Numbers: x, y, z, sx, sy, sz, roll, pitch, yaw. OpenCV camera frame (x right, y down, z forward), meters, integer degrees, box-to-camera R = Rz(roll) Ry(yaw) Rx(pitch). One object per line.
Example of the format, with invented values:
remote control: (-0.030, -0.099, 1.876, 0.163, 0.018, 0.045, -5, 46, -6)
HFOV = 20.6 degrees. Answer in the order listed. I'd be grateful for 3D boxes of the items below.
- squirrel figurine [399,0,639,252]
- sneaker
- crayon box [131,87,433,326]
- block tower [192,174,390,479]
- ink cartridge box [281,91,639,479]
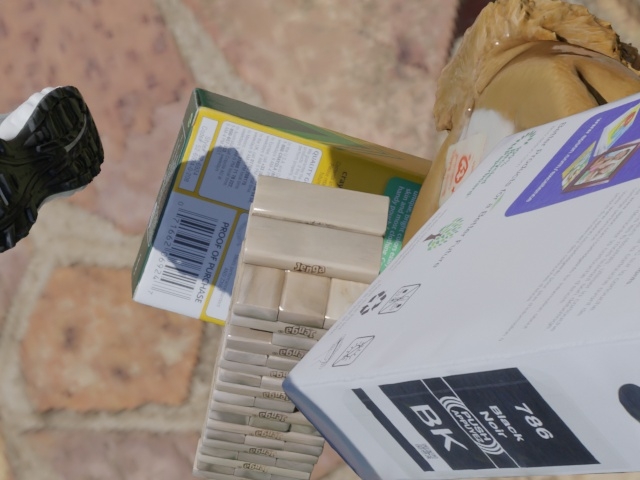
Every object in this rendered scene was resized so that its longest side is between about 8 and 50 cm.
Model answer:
squirrel figurine: (0.276, -0.024, 1.441, 0.397, 0.370, 0.281, -93, 28, -48)
sneaker: (-0.269, -0.041, 1.350, 0.108, 0.271, 0.100, -17, 99, 25)
crayon box: (0.000, 0.000, 1.702, 0.083, 0.323, 0.203, -109, 38, -70)
block tower: (-0.028, 0.082, 1.252, 0.097, 0.091, 0.335, 10, 149, -2)
ink cartridge box: (0.123, 0.004, 0.600, 0.065, 0.165, 0.333, 49, 155, -11)
